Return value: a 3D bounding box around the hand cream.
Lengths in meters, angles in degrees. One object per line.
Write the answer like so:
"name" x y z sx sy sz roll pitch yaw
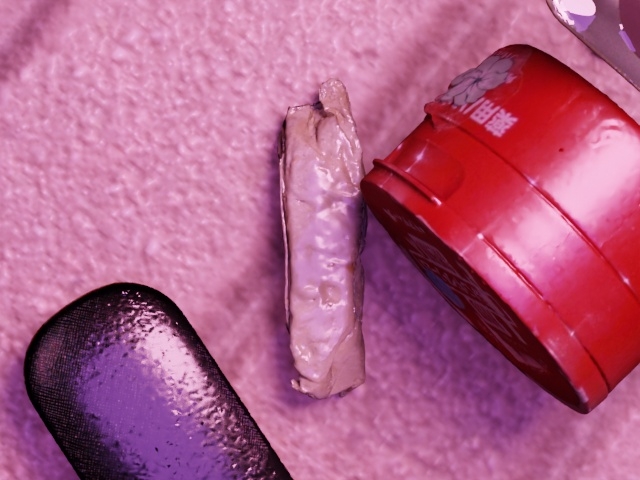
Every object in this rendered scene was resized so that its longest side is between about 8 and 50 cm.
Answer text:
"hand cream" 0.151 -0.009 1.155 0.149 0.230 0.230 -41 96 -5

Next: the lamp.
"lamp" 0.243 -0.148 1.148 0.124 0.283 0.203 -39 99 13

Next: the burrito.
"burrito" 0.002 0.000 1.219 0.063 0.058 0.229 -1 93 -5

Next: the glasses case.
"glasses case" -0.085 0.176 1.200 0.122 0.082 0.321 -33 97 -4
